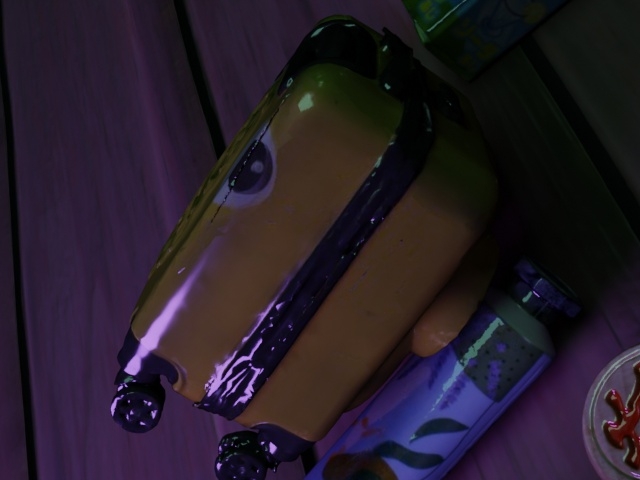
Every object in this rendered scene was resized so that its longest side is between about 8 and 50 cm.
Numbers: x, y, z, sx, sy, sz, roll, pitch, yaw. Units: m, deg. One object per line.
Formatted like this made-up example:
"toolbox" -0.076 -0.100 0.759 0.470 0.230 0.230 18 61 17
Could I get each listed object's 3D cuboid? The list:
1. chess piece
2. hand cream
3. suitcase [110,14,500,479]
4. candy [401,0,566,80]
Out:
"chess piece" 0.166 0.088 0.482 0.083 0.038 0.084 -23 52 33
"hand cream" 0.040 0.122 0.567 0.271 0.058 0.091 -50 32 13
"suitcase" 0.000 0.000 0.576 0.235 0.143 0.194 -53 11 22
"candy" 0.138 -0.204 0.658 0.194 0.062 0.097 -39 45 19
